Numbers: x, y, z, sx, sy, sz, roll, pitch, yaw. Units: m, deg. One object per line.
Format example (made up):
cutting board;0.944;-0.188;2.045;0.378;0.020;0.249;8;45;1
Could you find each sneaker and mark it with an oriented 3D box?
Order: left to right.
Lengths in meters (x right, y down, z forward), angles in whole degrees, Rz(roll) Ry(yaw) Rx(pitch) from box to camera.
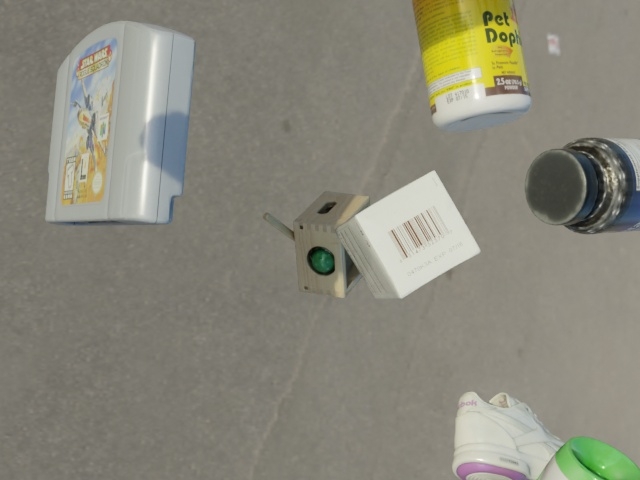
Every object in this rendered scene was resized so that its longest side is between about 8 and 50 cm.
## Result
sneaker;0.326;0.309;1.466;0.305;0.114;0.152;22;51;-31

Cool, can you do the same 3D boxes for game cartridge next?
game cartridge;-0.210;-0.113;0.977;0.062;0.297;0.198;1;89;-31

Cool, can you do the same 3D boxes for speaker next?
speaker;0.317;0.413;1.304;0.131;0.131;0.296;-10;127;-53

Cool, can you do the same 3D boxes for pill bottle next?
pill bottle;0.172;-0.242;1.134;0.117;0.117;0.215;-2;81;-53
pill bottle;0.367;-0.070;1.242;0.219;0.123;0.123;-4;90;-38

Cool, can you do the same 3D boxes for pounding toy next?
pounding toy;0.000;0.000;1.358;0.141;0.100;0.130;-46;137;-54

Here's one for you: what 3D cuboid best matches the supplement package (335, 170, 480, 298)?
supplement package;0.095;-0.001;1.120;0.105;0.179;0.105;-30;90;-6
